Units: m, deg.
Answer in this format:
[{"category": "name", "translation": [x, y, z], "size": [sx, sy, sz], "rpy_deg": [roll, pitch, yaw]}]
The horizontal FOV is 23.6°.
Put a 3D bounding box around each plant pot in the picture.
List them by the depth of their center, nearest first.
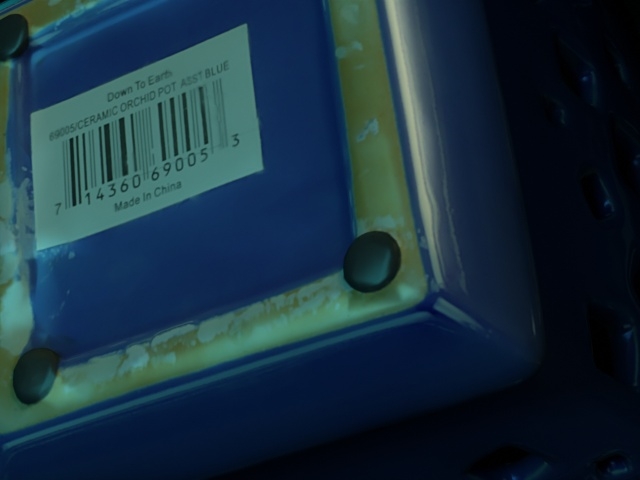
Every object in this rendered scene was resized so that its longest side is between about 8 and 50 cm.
[{"category": "plant pot", "translation": [0.000, 0.000, 0.577], "size": [0.236, 0.212, 0.236], "rpy_deg": [-19, 63, 24]}]

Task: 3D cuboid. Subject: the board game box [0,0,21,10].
[{"category": "board game box", "translation": [-0.133, -0.036, 0.900], "size": [0.336, 0.079, 0.254], "rpy_deg": [-14, 63, 42]}]
